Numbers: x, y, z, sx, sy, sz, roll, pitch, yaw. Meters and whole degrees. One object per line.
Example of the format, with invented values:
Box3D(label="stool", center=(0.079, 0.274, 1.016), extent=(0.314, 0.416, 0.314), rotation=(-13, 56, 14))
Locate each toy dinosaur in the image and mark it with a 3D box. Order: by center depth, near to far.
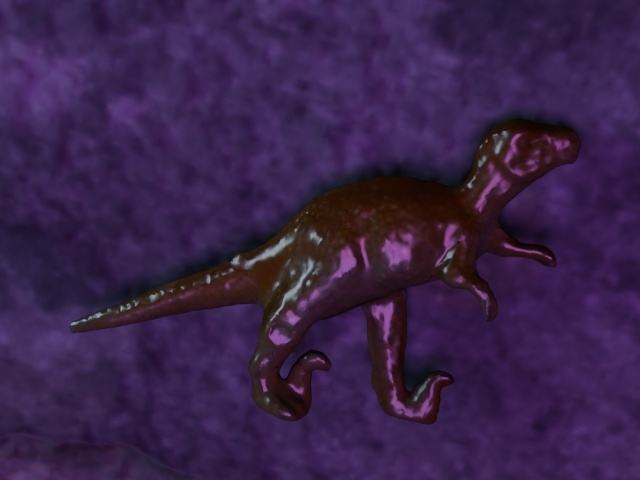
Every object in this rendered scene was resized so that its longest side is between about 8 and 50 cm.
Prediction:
Box3D(label="toy dinosaur", center=(0.000, 0.000, 0.564), extent=(0.162, 0.039, 0.126), rotation=(17, 108, 4))
